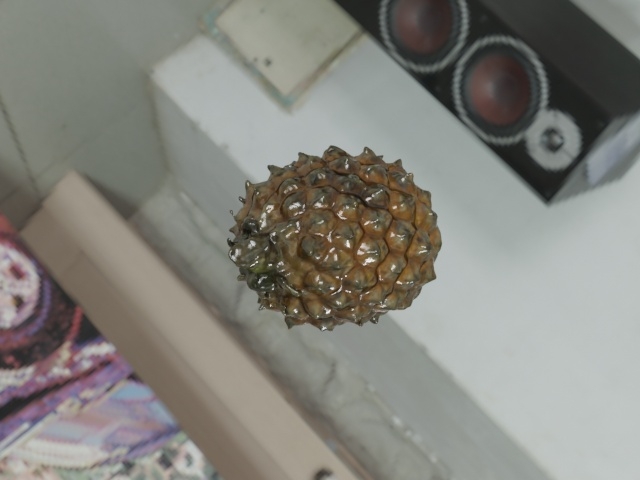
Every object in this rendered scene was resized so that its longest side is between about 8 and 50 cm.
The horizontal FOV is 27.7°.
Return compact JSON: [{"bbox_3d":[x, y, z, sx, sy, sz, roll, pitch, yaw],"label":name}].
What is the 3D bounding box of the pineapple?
[{"bbox_3d":[0.000,0.000,1.080,0.193,0.166,0.166,-10,142,-43],"label":"pineapple"}]
